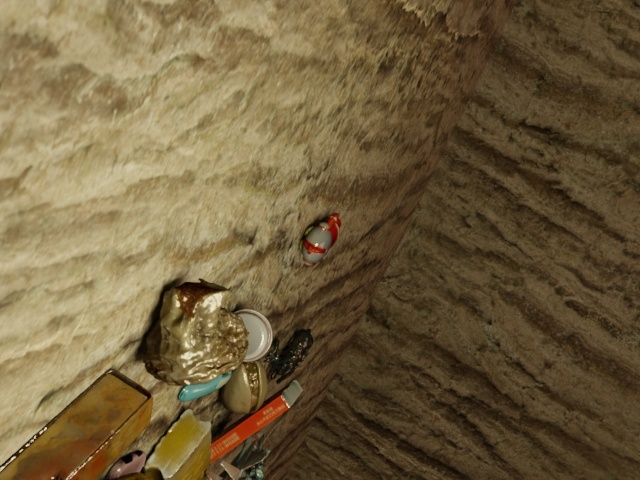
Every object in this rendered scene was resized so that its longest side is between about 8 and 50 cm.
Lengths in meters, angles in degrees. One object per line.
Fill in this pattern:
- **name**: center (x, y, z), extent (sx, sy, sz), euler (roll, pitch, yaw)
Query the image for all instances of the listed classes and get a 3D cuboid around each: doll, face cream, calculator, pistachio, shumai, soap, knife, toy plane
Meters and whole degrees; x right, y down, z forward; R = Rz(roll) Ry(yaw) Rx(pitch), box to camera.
- **doll**: center (0.000, 0.000, 1.938), extent (0.142, 0.076, 0.245), euler (-67, 169, 18)
- **face cream**: center (-0.165, 0.214, 1.678), extent (0.117, 0.117, 0.104), euler (-61, 175, 1)
- **calculator**: center (-0.412, 0.488, 1.523), extent (0.103, 0.024, 0.166), euler (-63, 167, 11)
- **pistachio**: center (-0.198, 0.380, 1.905), extent (0.124, 0.124, 0.185), euler (-41, 152, -55)
- **shumai**: center (-0.224, 0.147, 1.316), extent (0.206, 0.166, 0.176), euler (-41, 134, -57)
- **soap**: center (-0.337, 0.537, 1.760), extent (0.173, 0.089, 0.274), euler (-49, 161, -36)
- **knife**: center (-0.269, 0.335, 1.724), extent (0.064, 0.031, 0.222), euler (-60, 163, 11)
- **toy plane**: center (-0.196, 0.587, 1.941), extent (0.223, 0.104, 0.326), euler (-35, 175, 18)

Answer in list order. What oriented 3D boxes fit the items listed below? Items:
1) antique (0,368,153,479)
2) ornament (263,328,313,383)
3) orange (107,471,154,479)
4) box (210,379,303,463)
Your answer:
- **antique**: center (-0.395, 0.338, 1.142), extent (0.310, 0.093, 0.087), euler (-45, 159, -47)
- **ornament**: center (-0.090, 0.333, 2.258), extent (0.202, 0.080, 0.236), euler (-53, 165, -16)
- **orange**: center (-0.370, 0.608, 1.335), extent (0.322, 0.322, 0.357), euler (77, 33, -70)
- **box**: center (-0.183, 0.493, 2.025), extent (0.273, 0.048, 0.265), euler (-36, 174, 3)
